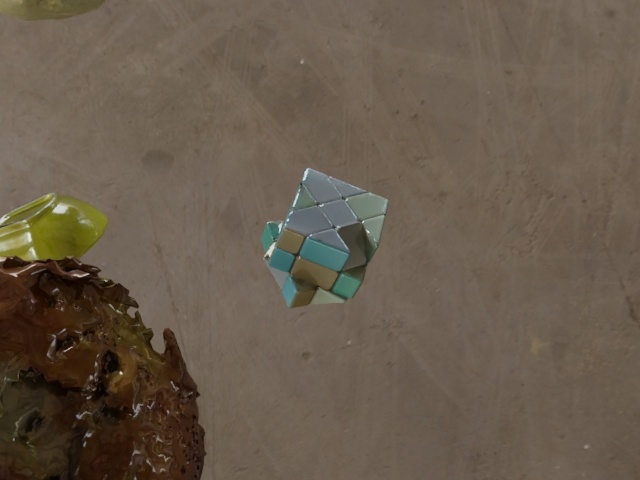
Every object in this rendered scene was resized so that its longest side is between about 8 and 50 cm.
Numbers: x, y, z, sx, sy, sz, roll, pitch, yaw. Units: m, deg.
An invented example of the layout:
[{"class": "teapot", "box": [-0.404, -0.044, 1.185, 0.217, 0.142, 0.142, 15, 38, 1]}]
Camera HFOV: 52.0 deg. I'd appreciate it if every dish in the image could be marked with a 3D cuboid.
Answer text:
[{"class": "dish", "box": [-0.566, -0.015, 1.305, 0.263, 0.108, 0.221, -18, 28, 16]}]

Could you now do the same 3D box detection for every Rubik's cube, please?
[{"class": "Rubik's cube", "box": [0.000, 0.000, 1.293, 0.225, 0.212, 0.265, 22, 47, -2]}]

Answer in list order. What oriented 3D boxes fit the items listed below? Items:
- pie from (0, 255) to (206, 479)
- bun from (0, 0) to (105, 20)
[{"class": "pie", "box": [-0.186, 0.142, 0.327, 0.309, 0.086, 0.307, 11, 71, -32]}, {"class": "bun", "box": [-0.489, -0.507, 1.161, 0.260, 0.160, 0.259, 5, 68, -12]}]
